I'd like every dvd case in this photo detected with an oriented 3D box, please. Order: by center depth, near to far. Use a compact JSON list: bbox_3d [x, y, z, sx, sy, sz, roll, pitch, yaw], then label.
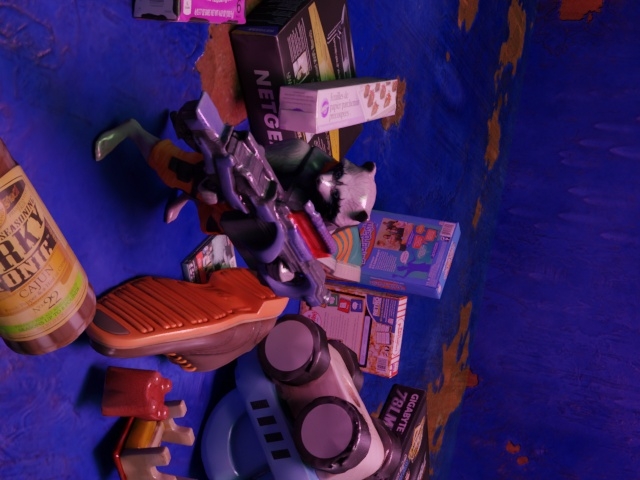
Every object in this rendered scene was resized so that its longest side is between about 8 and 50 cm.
[{"bbox_3d":[-0.162,0.038,1.276,0.119,0.013,0.087,-50,143,-47],"label":"dvd case"}]

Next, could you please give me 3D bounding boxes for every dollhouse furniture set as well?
[{"bbox_3d":[-0.280,0.290,0.993,0.374,0.152,0.201,-76,163,-56],"label":"dollhouse furniture set"}]

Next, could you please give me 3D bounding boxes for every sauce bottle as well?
[{"bbox_3d":[-0.317,-0.031,0.783,0.111,0.111,0.344,-63,150,-34],"label":"sauce bottle"}]

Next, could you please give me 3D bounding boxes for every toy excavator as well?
[{"bbox_3d":[-0.096,0.398,1.345,0.433,0.445,0.222,64,10,27],"label":"toy excavator"}]

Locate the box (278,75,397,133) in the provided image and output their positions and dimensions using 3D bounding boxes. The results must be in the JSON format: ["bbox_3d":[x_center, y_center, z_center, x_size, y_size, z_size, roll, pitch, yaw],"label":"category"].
[{"bbox_3d":[0.036,-0.218,1.355,0.324,0.067,0.063,-28,124,-62],"label":"box"}]

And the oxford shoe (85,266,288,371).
[{"bbox_3d":[-0.173,0.127,1.155,0.363,0.130,0.133,-4,121,-56],"label":"oxford shoe"}]

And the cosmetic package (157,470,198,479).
[{"bbox_3d":[-0.231,0.447,1.169,0.127,0.107,0.238,-39,131,-60],"label":"cosmetic package"}]

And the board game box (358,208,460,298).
[{"bbox_3d":[0.162,0.023,1.756,0.047,0.210,0.160,64,42,-54],"label":"board game box"}]

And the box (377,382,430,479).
[{"bbox_3d":[0.125,0.465,1.568,0.295,0.073,0.293,-58,148,-43],"label":"box"}]

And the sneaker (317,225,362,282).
[{"bbox_3d":[0.000,0.000,1.529,0.302,0.108,0.121,27,67,-69],"label":"sneaker"}]

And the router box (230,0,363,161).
[{"bbox_3d":[-0.025,-0.248,1.389,0.243,0.081,0.309,-57,147,-43],"label":"router box"}]

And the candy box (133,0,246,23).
[{"bbox_3d":[-0.154,-0.387,1.058,0.159,0.071,0.233,-25,121,-61],"label":"candy box"}]

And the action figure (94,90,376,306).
[{"bbox_3d":[-0.089,-0.087,0.993,0.178,0.330,0.341,-63,152,-29],"label":"action figure"}]

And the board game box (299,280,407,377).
[{"bbox_3d":[0.053,0.158,1.582,0.045,0.193,0.147,-8,107,-66],"label":"board game box"}]
